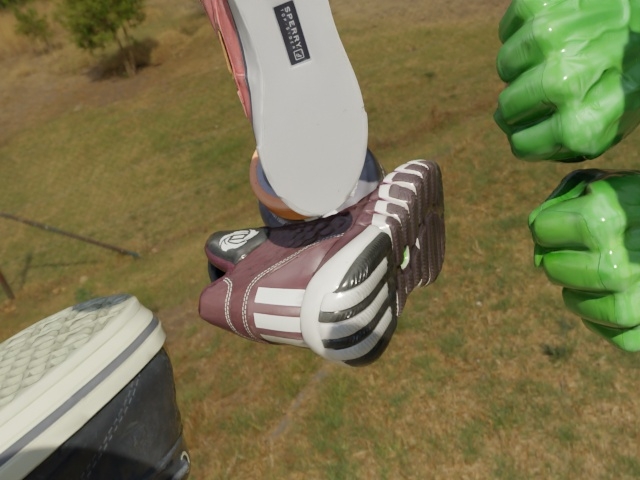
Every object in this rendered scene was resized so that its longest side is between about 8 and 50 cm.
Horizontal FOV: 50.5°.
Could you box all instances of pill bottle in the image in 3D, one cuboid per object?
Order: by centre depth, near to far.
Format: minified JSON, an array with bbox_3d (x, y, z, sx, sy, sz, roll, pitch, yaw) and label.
[{"bbox_3d":[0.017,-0.035,0.716,0.130,0.245,0.131,-7,72,21],"label":"pill bottle"}]

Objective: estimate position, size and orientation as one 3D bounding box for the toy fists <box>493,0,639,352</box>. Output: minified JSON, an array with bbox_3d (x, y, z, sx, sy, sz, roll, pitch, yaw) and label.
[{"bbox_3d":[0.207,-0.058,0.502,0.142,0.279,0.096,-24,11,-35],"label":"toy fists"}]

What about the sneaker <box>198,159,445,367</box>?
[{"bbox_3d":[0.000,0.000,0.535,0.162,0.107,0.281,1,16,23],"label":"sneaker"}]

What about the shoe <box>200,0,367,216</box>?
[{"bbox_3d":[-0.024,-0.105,0.378,0.063,0.178,0.081,-21,33,-9],"label":"shoe"}]

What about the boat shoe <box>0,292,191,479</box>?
[{"bbox_3d":[-0.242,0.214,0.338,0.186,0.156,0.500,-7,23,37],"label":"boat shoe"}]
